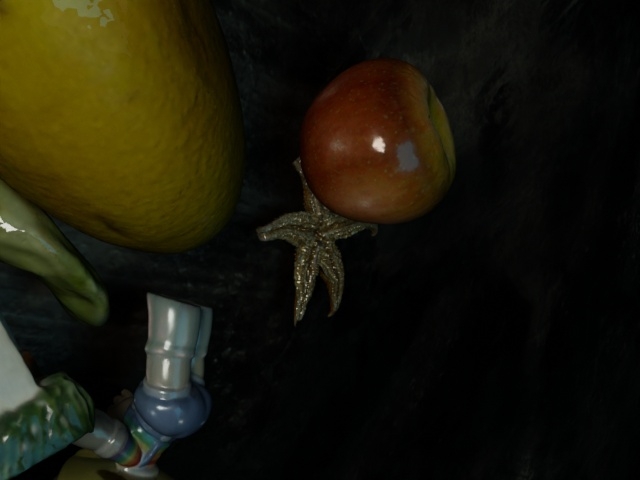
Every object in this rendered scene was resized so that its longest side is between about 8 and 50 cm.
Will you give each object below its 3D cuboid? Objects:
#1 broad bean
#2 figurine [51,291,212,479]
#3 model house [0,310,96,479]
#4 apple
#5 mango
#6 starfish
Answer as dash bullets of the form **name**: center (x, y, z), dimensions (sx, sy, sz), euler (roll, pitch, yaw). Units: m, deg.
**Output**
- **broad bean**: center (-0.250, -0.002, 0.631), dimensions (0.072, 0.153, 0.207), euler (-48, 122, -6)
- **figurine**: center (-0.176, 0.246, 0.722), dimensions (0.224, 0.205, 0.382), euler (-50, 154, -79)
- **model house**: center (-0.356, 0.079, 0.547), dimensions (0.271, 0.190, 0.301), euler (-26, 101, -35)
- **apple**: center (0.072, -0.118, 0.924), dimensions (0.235, 0.173, 0.210), euler (12, 62, -65)
- **mango**: center (-0.184, -0.147, 0.571), dimensions (0.220, 0.301, 0.445), euler (-26, 147, -7)
- **starfish**: center (-0.001, 0.000, 0.989), dimensions (0.240, 0.043, 0.227), euler (-10, 109, -45)
